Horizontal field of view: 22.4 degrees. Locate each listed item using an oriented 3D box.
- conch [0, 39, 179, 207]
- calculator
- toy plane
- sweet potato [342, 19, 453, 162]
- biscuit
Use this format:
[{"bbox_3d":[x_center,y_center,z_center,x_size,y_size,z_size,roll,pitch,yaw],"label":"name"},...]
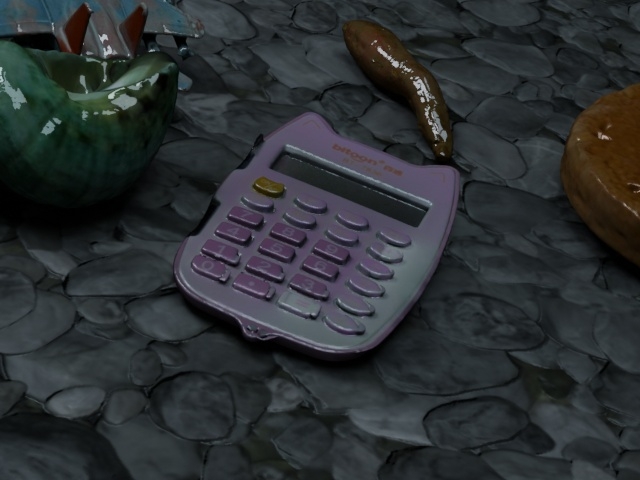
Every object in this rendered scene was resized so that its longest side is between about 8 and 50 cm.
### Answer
[{"bbox_3d":[-0.214,-0.100,1.303,0.188,0.122,0.176,11,40,-9],"label":"conch"},{"bbox_3d":[-0.001,0.001,1.318,0.194,0.043,0.294,23,39,10],"label":"calculator"},{"bbox_3d":[-0.237,-0.235,1.498,0.223,0.104,0.326,-4,38,-27],"label":"toy plane"},{"bbox_3d":[0.084,-0.146,1.547,0.050,0.050,0.214,-8,44,-29],"label":"sweet potato"},{"bbox_3d":[0.430,-0.058,1.528,0.455,0.078,0.349,-11,46,-32],"label":"biscuit"}]
